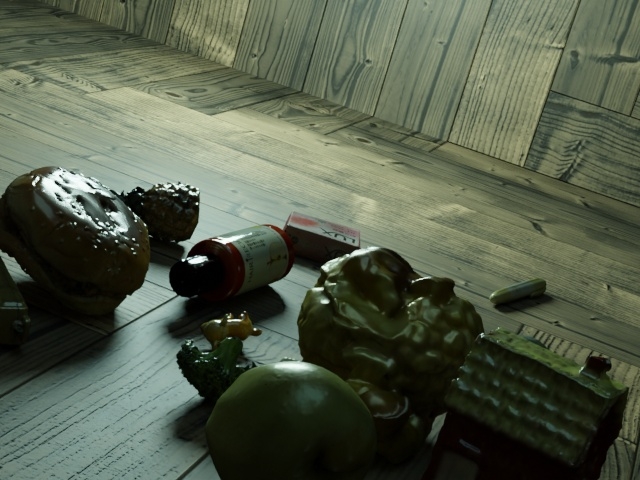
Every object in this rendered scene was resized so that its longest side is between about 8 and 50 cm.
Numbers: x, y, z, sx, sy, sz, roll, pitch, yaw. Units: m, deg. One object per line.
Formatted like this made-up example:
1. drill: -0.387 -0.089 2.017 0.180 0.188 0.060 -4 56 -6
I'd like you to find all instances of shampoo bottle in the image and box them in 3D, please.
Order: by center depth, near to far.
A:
1. shampoo bottle: -0.150 0.041 2.019 0.104 0.104 0.278 23 19 22

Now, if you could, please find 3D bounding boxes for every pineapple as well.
1. pineapple: -0.336 -0.060 2.185 0.237 0.111 0.119 8 -12 -10

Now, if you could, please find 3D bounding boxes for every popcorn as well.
1. popcorn: 0.100 0.163 1.709 0.265 0.225 0.332 3 40 -6

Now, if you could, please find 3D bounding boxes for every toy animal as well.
1. toy animal: -0.134 0.136 1.819 0.081 0.060 0.083 19 8 12

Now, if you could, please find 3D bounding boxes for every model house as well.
1. model house: 0.258 0.236 1.529 0.196 0.254 0.160 27 16 28

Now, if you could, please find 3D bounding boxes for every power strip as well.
1. power strip: -0.457 0.067 1.713 0.044 0.064 0.305 4 21 -29

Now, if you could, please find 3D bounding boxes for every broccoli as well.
1. broccoli: -0.138 0.168 1.641 0.097 0.092 0.095 20 -11 27

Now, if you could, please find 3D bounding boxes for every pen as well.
1. pen: 0.401 0.105 2.469 0.040 0.032 0.233 49 30 19

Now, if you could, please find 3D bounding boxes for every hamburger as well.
1. hamburger: -0.362 0.000 1.840 0.243 0.146 0.286 48 13 25

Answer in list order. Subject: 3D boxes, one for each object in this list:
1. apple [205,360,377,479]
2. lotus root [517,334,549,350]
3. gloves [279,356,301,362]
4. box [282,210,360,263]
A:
1. apple: -0.035 0.229 1.402 0.200 0.200 0.200 15 17 -5
2. lotus root: 0.318 0.196 1.998 0.113 0.088 0.192 22 16 40
3. gloves: -0.044 0.190 1.774 0.044 0.037 0.081 51 7 -10
4. box: 0.000 0.000 2.375 0.156 0.060 0.111 15 18 -1
